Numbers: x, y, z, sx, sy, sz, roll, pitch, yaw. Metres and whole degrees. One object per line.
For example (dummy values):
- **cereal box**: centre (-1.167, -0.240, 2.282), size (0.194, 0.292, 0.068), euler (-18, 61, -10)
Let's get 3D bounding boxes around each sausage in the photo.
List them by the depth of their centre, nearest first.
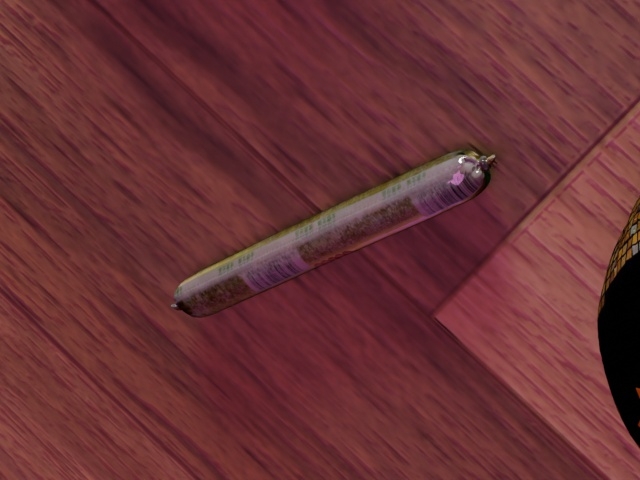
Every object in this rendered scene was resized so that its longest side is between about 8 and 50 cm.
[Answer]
- **sausage**: centre (0.000, 0.000, 0.810), size (0.269, 0.033, 0.033), euler (-25, 99, 33)

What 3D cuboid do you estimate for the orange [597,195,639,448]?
- **orange**: centre (0.250, 0.048, 0.623), size (0.234, 0.182, 0.234), euler (17, 134, 18)
